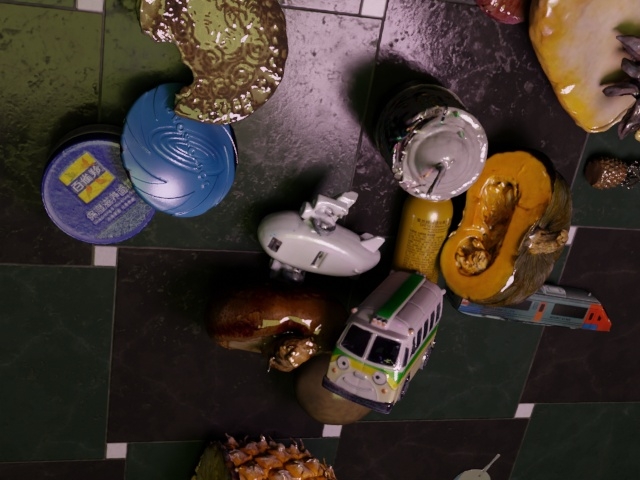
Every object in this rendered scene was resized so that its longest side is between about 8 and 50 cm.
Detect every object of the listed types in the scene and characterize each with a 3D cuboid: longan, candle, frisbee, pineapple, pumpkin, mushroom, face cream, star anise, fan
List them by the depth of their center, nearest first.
[{"bbox_3d":[-0.240,-0.162,1.466,0.242,0.045,0.242,0,90,-41],"label":"frisbee"},{"bbox_3d":[0.631,-0.298,1.492,0.129,0.212,0.282,-2,139,-52],"label":"star anise"},{"bbox_3d":[-0.396,-0.105,1.495,0.206,0.111,0.205,-6,118,-11],"label":"face cream"},{"bbox_3d":[0.203,-0.169,1.497,0.188,0.330,0.187,-2,115,-5],"label":"candle"},{"bbox_3d":[-0.082,0.161,1.635,0.297,0.278,0.163,7,92,-19],"label":"mushroom"},{"bbox_3d":[0.413,-0.009,1.674,0.232,0.242,0.324,19,96,-45],"label":"pumpkin"},{"bbox_3d":[0.206,0.016,1.720,0.105,0.105,0.348,1,118,-15],"label":"face cream"},{"bbox_3d":[0.649,-0.145,1.772,0.160,0.074,0.074,-1,118,-21],"label":"pineapple"},{"bbox_3d":[0.037,0.308,1.784,0.198,0.198,0.212,-41,156,9],"label":"longan"},{"bbox_3d":[-0.123,0.602,1.836,0.300,0.352,0.352,14,114,-31],"label":"pineapple"},{"bbox_3d":[0.410,0.618,2.156,0.113,0.005,0.175,31,107,-27],"label":"fan"}]

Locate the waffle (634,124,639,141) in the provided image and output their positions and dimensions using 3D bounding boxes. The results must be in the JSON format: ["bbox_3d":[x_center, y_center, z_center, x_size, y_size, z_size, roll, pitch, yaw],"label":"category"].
[{"bbox_3d":[0.723,-0.299,1.642,0.261,0.056,0.250,-53,162,15],"label":"waffle"}]

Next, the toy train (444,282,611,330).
[{"bbox_3d":[0.483,0.136,1.867,0.410,0.086,0.089,9,113,-18],"label":"toy train"}]

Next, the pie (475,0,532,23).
[{"bbox_3d":[0.370,-0.505,1.508,0.204,0.054,0.218,20,111,-25],"label":"pie"}]

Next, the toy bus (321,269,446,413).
[{"bbox_3d":[0.133,0.183,1.586,0.143,0.305,0.179,21,114,17],"label":"toy bus"}]

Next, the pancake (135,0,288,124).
[{"bbox_3d":[-0.187,-0.346,1.427,0.288,0.033,0.286,25,94,-25],"label":"pancake"}]

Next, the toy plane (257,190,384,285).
[{"bbox_3d":[0.000,0.004,1.651,0.267,0.122,0.266,-4,135,-4],"label":"toy plane"}]

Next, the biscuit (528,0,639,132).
[{"bbox_3d":[0.577,-0.446,1.544,0.429,0.104,0.446,-44,131,13],"label":"biscuit"}]
